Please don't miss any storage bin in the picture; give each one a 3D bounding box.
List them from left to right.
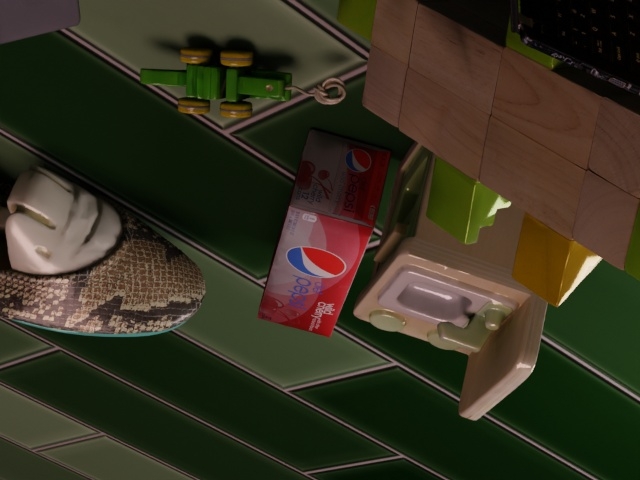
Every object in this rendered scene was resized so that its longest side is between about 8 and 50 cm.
[{"bbox_3d":[-0.246,-0.222,1.243,0.091,0.098,0.135,-11,154,-11],"label":"storage bin"}]

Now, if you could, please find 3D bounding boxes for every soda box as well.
[{"bbox_3d":[0.000,0.000,1.522,0.083,0.092,0.263,15,153,-2],"label":"soda box"}]

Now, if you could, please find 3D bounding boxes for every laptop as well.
[{"bbox_3d":[0.174,-0.220,0.867,0.264,0.234,0.136,20,142,-21],"label":"laptop"}]

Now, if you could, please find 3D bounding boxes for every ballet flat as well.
[{"bbox_3d":[-0.363,-0.015,1.632,0.483,0.164,0.182,11,137,13],"label":"ballet flat"}]

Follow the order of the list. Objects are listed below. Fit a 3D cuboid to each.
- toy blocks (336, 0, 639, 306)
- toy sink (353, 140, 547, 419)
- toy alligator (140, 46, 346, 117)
[{"bbox_3d":[0.219,-0.098,1.070,0.261,0.191,0.381,-8,-151,-32],"label":"toy blocks"},{"bbox_3d":[0.118,0.014,1.335,0.131,0.234,0.153,18,154,-7],"label":"toy sink"},{"bbox_3d":[-0.063,-0.138,1.344,0.190,0.056,0.051,6,-166,15],"label":"toy alligator"}]
